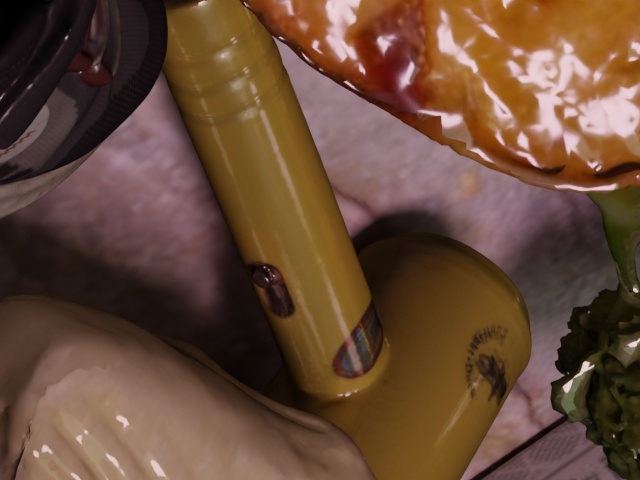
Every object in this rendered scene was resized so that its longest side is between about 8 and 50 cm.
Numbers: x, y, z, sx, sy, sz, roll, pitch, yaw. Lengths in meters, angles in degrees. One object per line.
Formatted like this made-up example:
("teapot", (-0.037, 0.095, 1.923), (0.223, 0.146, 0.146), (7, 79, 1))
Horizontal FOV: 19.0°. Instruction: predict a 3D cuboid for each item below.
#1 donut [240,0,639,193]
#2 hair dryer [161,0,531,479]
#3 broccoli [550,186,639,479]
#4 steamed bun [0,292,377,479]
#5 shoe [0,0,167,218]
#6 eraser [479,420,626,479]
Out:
("donut", (0.111, -0.105, 0.635), (0.295, 0.112, 0.151), (-25, 101, -7))
("hair dryer", (0.000, 0.000, 0.727), (0.135, 0.090, 0.278), (-54, 140, -33))
("broccoli", (0.185, -0.017, 0.816), (0.302, 0.186, 0.254), (3, 116, -3))
("steamed bun", (-0.100, 0.176, 0.678), (0.289, 0.203, 0.276), (50, 61, -28))
("shoe", (-0.105, -0.057, 0.516), (0.112, 0.099, 0.227), (-18, 178, 40))
("eraser", (0.118, 0.178, 1.023), (0.404, 0.096, 0.098), (-34, 146, -2))
